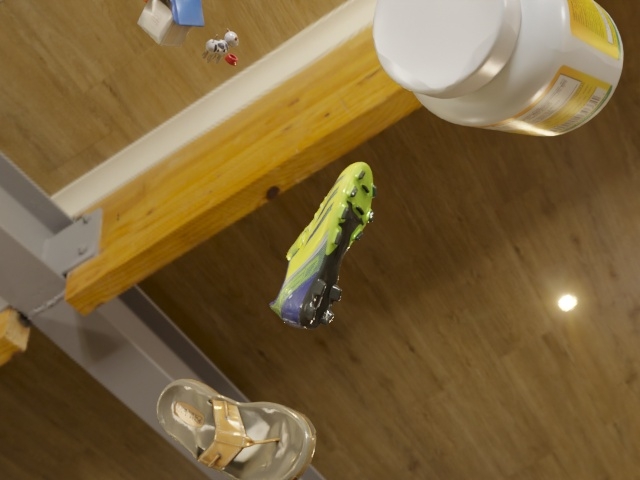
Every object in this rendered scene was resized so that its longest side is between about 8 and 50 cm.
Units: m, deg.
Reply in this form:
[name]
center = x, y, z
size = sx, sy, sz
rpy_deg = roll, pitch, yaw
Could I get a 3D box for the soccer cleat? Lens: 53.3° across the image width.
[soccer cleat]
center = -0.001, 0.000, 1.030
size = 0.093, 0.121, 0.289
rpy_deg = 31, -102, -51

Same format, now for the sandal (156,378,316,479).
[sandal]
center = -0.084, 0.160, 0.536
size = 0.049, 0.180, 0.072
rpy_deg = 28, -104, -53

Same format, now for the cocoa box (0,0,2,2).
[cocoa box]
center = -0.491, -0.349, 0.727
size = 0.228, 0.347, 0.231
rpy_deg = -9, -51, 42

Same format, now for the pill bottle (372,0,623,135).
[pill bottle]
center = 0.130, -0.138, 0.456
size = 0.208, 0.117, 0.117
rpy_deg = -8, -46, -51

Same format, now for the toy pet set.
[toy pet set]
center = -0.146, -0.257, 0.700
size = 0.122, 0.114, 0.065
rpy_deg = 45, -61, 10
